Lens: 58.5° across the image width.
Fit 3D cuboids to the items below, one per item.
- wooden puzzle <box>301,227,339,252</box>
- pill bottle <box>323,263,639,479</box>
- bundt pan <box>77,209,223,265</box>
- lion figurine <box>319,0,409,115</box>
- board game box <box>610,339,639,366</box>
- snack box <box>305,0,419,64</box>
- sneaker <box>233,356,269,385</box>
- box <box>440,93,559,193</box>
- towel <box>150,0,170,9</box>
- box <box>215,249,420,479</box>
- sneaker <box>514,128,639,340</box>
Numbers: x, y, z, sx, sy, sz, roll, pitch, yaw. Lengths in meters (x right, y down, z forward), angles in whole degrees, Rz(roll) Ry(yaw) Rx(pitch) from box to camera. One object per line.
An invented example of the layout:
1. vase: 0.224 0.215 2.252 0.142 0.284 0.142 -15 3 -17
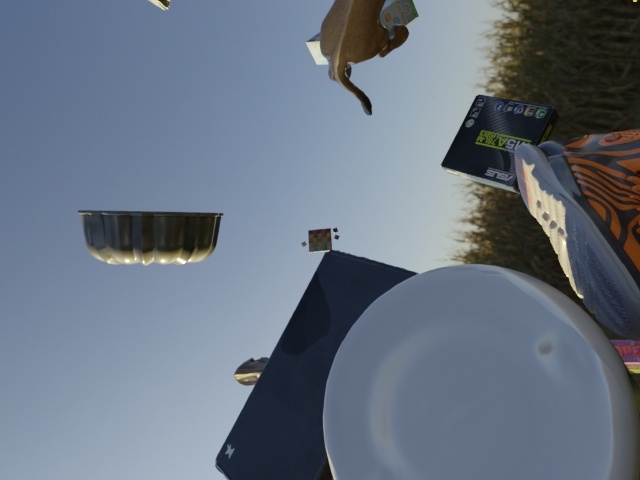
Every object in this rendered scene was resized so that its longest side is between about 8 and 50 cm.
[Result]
1. wooden puzzle: 0.000 0.000 1.210 0.006 0.083 0.049 53 -147 -72
2. pill bottle: 0.175 0.167 0.492 0.361 0.204 0.204 34 -113 -52
3. bundt pan: -0.397 -0.009 1.351 0.331 0.331 0.124 -8 -80 -71
4. lion figurine: 0.059 -0.359 0.765 0.240 0.142 0.391 -45 -41 -67
5. board game box: 0.695 0.200 0.977 0.208 0.347 0.056 19 -112 -52
6. snack box: 0.095 -0.496 1.339 0.207 0.174 0.070 -40 -59 -17
7. sneaker: -0.126 0.301 1.339 0.066 0.189 0.071 59 -135 -27
8. box: 0.376 -0.209 1.212 0.045 0.191 0.184 32 -93 -45
9. towel: -0.322 -0.449 0.950 0.023 0.152 0.113 -50 -33 -1
10. box: 0.138 0.347 1.141 0.472 0.297 0.479 34 -102 -32
11. sneaker: 0.347 -0.040 0.631 0.321 0.180 0.124 -94 -14 -50
